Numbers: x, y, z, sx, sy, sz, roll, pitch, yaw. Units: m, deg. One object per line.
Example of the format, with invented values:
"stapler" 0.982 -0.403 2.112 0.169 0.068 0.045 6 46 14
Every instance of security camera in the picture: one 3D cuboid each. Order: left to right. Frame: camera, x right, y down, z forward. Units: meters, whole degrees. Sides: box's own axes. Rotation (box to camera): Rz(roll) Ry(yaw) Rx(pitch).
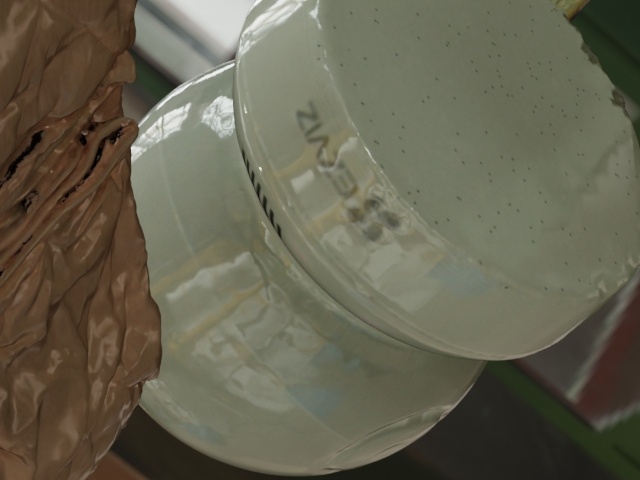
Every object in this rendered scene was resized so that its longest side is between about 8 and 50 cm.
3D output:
"security camera" 0.000 0.000 0.837 0.236 0.194 0.194 -41 15 38

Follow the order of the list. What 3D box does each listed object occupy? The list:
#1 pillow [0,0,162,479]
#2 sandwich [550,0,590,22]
"pillow" -0.082 -0.015 0.501 0.126 0.043 0.232 -52 -31 -47
"sandwich" 0.151 -0.274 1.762 0.251 0.226 0.087 -49 28 26
